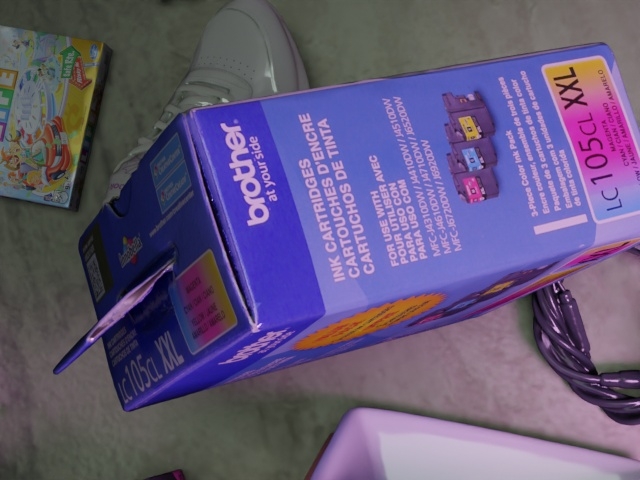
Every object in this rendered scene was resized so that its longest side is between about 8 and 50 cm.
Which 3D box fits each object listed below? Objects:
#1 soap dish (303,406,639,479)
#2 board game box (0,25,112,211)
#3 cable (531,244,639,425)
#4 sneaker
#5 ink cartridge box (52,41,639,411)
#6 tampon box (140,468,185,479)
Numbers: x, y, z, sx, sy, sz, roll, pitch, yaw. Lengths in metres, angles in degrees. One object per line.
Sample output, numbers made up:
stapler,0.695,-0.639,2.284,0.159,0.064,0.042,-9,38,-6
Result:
soap dish,0.127,0.231,0.958,0.291,0.229,0.118,9,102,9
board game box,-0.257,-0.111,1.136,0.103,0.026,0.154,10,85,9
cable,0.253,0.064,1.047,0.184,0.047,0.150,38,94,5
sneaker,-0.097,-0.065,1.043,0.114,0.152,0.305,10,84,31
ink cartridge box,0.000,0.000,0.887,0.395,0.270,0.151,-11,77,-28
tampon box,-0.184,0.268,1.037,0.161,0.120,0.101,-23,82,4
